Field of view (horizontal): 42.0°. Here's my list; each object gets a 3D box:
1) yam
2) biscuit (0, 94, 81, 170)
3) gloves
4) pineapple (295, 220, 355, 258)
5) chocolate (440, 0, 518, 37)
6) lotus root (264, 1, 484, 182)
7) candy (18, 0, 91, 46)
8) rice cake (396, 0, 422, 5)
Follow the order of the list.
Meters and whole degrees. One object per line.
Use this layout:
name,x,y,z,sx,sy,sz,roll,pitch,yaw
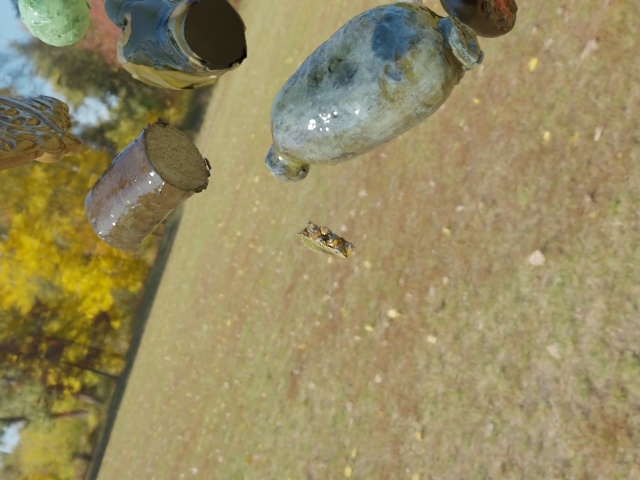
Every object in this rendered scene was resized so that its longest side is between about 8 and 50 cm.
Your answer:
yam,-0.175,-0.051,0.820,0.127,0.084,0.084,-37,30,32
biscuit,-0.374,-0.135,1.007,0.250,0.162,0.035,-76,3,-62
gloves,-0.215,-0.290,1.206,0.331,0.154,0.141,23,117,59
pineapple,0.000,0.000,0.872,0.019,0.045,0.083,-55,28,-14
chocolate,0.238,-0.361,1.218,0.127,0.124,0.133,7,113,60
lotus root,0.046,-0.202,1.145,0.349,0.175,0.175,-32,30,24
candy,-0.508,-0.492,1.344,0.440,0.119,0.119,64,-149,-52
rice cake,0.152,-0.371,1.458,0.049,0.055,0.270,-58,-29,-71
